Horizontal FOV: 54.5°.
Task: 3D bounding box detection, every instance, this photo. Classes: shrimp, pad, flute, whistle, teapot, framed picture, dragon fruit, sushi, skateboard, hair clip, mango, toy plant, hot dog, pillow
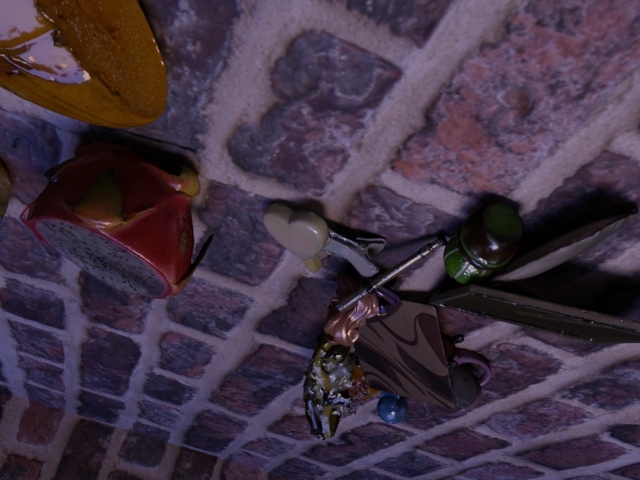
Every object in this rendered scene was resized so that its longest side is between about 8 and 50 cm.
[{"bbox_3d":[-0.668,-0.115,1.170,0.173,0.058,0.253,36,139,-17],"label":"shrimp"},{"bbox_3d":[0.162,0.236,1.314,0.220,0.004,0.330,7,134,30],"label":"pad"},{"bbox_3d":[0.118,0.060,1.067,0.233,0.027,0.027,-36,126,22],"label":"flute"},{"bbox_3d":[0.185,0.435,1.640,0.090,0.090,0.158,-2,144,24],"label":"whistle"},{"bbox_3d":[0.296,0.312,1.388,0.148,0.116,0.146,-13,129,42],"label":"teapot"},{"bbox_3d":[0.378,0.131,1.069,0.335,0.022,0.247,13,169,-2],"label":"framed picture"},{"bbox_3d":[-0.328,-0.039,1.044,0.290,0.189,0.291,18,151,10],"label":"dragon fruit"},{"bbox_3d":[0.025,0.322,1.448,0.131,0.139,0.291,5,121,10],"label":"sushi"},{"bbox_3d":[0.224,0.216,1.325,0.151,0.067,0.080,25,156,-6],"label":"skateboard"},{"bbox_3d":[-0.001,0.003,1.080,0.218,0.071,0.159,25,149,-8],"label":"hair clip"},{"bbox_3d":[-0.316,-0.255,0.718,0.199,0.201,0.350,36,176,42],"label":"mango"},{"bbox_3d":[0.247,0.013,0.966,0.092,0.093,0.162,17,148,-4],"label":"toy plant"},{"bbox_3d":[0.070,0.356,1.574,0.144,0.075,0.268,27,146,-19],"label":"hot dog"},{"bbox_3d":[0.355,0.016,0.933,0.130,0.038,0.232,-13,164,-37],"label":"pillow"}]

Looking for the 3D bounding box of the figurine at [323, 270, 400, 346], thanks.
[{"bbox_3d":[0.060,0.121,1.158,0.126,0.157,0.114,42,167,44],"label":"figurine"}]
